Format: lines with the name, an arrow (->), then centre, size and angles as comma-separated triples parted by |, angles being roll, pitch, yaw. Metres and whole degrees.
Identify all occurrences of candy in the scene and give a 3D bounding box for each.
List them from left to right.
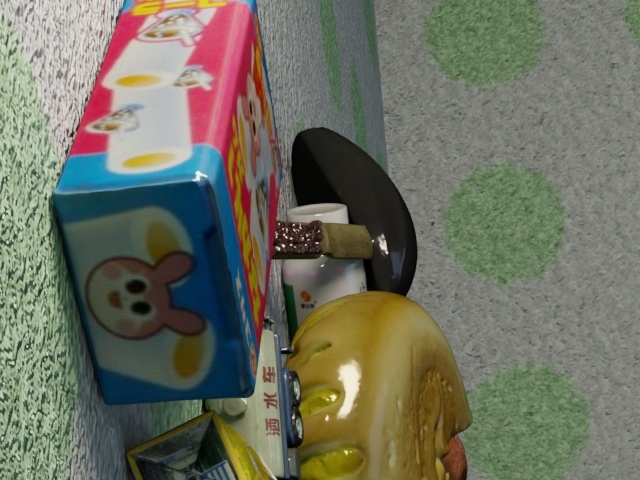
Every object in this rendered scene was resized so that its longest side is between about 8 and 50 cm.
candy -> -0.090, -0.040, 1.168 | 0.306, 0.100, 0.157 | -87, 170, -60

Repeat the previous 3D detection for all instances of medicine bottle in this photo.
medicine bottle -> 0.010, 0.091, 1.986 | 0.095, 0.095, 0.260 | -70, 153, -76

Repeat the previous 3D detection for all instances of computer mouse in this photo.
computer mouse -> 0.050, -0.027, 2.074 | 0.137, 0.086, 0.269 | 92, -26, -43

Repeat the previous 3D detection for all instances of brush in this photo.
brush -> 0.000, 0.000, 1.847 | 0.248, 0.036, 0.043 | 3, 83, -62

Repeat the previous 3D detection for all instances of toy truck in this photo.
toy truck -> -0.053, 0.158, 1.427 | 0.088, 0.074, 0.201 | 50, 34, -71

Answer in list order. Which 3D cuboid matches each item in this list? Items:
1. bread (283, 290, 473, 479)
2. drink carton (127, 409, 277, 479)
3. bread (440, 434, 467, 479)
bread -> 0.042, 0.216, 1.797 | 0.333, 0.160, 0.333 | -6, 90, -65
drink carton -> -0.071, 0.173, 1.219 | 0.074, 0.084, 0.200 | 61, 0, 19
bread -> 0.075, 0.288, 2.020 | 0.123, 0.190, 0.244 | 48, 14, 8
